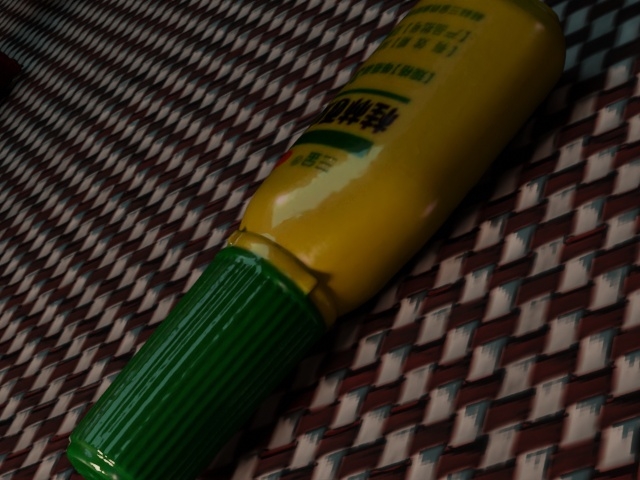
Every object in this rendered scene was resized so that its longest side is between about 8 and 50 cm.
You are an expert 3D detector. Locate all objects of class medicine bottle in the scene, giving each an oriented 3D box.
[{"bbox_3d":[0.000,0.000,0.637,0.260,0.064,0.095,-50,26,-19],"label":"medicine bottle"}]

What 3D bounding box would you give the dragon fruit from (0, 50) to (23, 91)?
[{"bbox_3d":[-0.379,-0.071,1.239,0.211,0.134,0.262,-30,26,31],"label":"dragon fruit"}]
